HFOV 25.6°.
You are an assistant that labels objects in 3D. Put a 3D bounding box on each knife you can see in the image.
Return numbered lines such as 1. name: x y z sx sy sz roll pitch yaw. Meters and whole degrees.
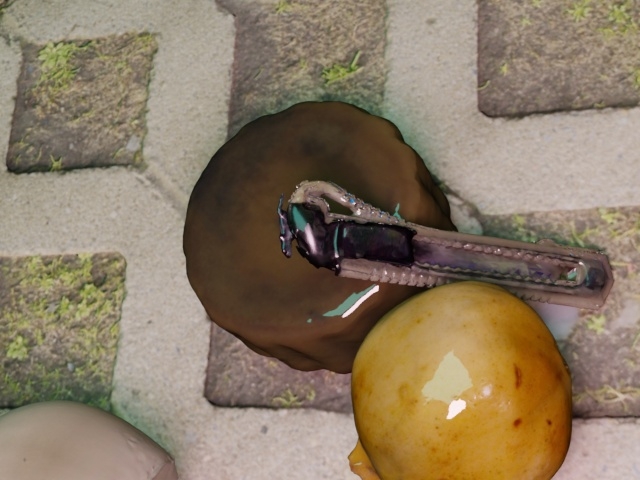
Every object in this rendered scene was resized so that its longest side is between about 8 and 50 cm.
1. knife: 0.133 0.010 1.377 0.043 0.365 0.089 169 110 -69

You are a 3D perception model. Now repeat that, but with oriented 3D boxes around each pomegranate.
1. pomegranate: 0.136 0.157 1.332 0.233 0.233 0.233 -11 59 20

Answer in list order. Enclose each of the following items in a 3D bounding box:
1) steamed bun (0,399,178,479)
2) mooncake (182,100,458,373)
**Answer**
1. steamed bun: -0.283 0.309 1.379 0.206 0.324 0.324 19 72 9
2. mooncake: 0.000 0.000 1.515 0.290 0.161 0.290 -12 61 21
